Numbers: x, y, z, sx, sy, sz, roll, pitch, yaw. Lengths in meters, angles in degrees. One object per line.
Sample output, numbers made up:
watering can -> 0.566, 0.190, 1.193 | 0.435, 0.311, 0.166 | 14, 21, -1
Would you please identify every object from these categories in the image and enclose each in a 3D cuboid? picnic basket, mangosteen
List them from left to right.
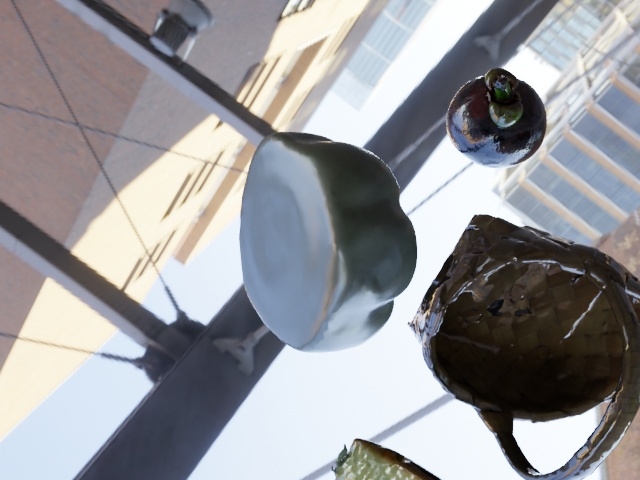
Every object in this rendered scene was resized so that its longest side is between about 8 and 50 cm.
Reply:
mangosteen -> 0.375, -0.270, 1.456 | 0.216, 0.216, 0.216 | 26, -148, -18
picnic basket -> 0.302, 0.154, 0.886 | 0.337, 0.293, 0.337 | 20, -153, -11

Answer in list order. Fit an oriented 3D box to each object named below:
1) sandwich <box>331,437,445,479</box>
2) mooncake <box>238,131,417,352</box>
sandwich -> 0.109, 0.291, 0.639 | 0.236, 0.122, 0.128 | 27, 159, 50
mooncake -> 0.000, 0.000, 0.838 | 0.135, 0.275, 0.275 | -7, -129, -35
